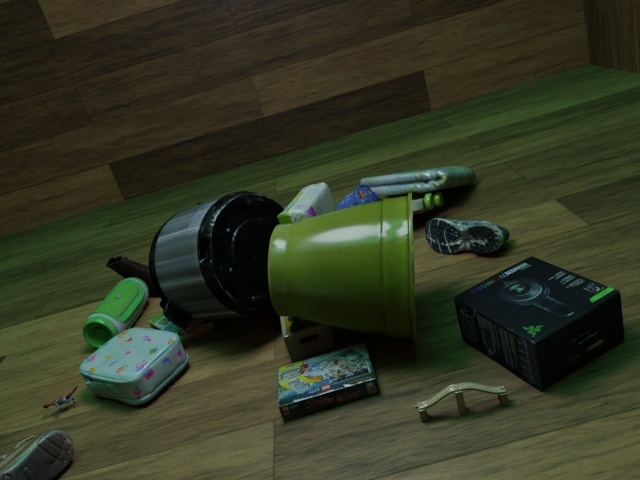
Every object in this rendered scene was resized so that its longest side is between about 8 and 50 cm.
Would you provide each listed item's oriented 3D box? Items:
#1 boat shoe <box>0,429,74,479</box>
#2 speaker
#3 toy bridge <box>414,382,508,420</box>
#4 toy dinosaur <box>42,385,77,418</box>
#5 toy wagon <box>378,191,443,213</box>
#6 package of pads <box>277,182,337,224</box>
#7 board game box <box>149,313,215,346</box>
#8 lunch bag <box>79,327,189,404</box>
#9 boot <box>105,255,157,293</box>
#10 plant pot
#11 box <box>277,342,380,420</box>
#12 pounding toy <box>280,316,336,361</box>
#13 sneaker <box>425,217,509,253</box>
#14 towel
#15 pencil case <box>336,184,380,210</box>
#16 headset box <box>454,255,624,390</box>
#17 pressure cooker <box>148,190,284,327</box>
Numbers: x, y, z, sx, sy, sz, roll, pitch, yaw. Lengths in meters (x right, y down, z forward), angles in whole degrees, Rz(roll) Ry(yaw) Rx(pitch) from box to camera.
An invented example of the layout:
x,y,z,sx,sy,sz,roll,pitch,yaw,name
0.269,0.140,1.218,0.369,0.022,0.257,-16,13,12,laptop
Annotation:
x,y,z,sx,sy,sz,roll,pitch,yaw,name
-0.720,0.557,1.337,0.116,0.123,0.324,-9,16,37,boat shoe
-0.694,0.242,2.020,0.131,0.131,0.296,-12,23,13,speaker
0.286,0.325,1.211,0.188,0.063,0.026,-13,23,8,toy bridge
-0.731,0.448,1.649,0.082,0.090,0.047,8,-5,-24,toy dinosaur
0.317,-0.136,2.192,0.267,0.068,0.344,-3,6,28,toy wagon
0.000,0.000,1.747,0.101,0.297,0.229,-12,22,24,package of pads
-0.456,0.270,1.909,0.124,0.039,0.259,-30,23,-31,board game box
-0.531,0.354,1.666,0.279,0.108,0.224,-2,32,36,lunch bag
-0.644,0.123,2.150,0.248,0.207,0.090,-9,55,40,boot
0.061,0.071,1.492,0.352,0.367,0.366,-2,25,9,plant pot
0.013,0.334,1.409,0.233,0.044,0.159,-16,22,1,box
-0.016,0.218,1.635,0.181,0.094,0.206,-18,23,-1,pounding toy
0.462,-0.014,1.863,0.122,0.110,0.283,-13,17,-42,sneaker
0.375,-0.227,2.292,0.374,0.090,0.320,-3,8,34,towel
0.084,-0.086,2.093,0.306,0.119,0.133,-32,3,44,pencil case
0.490,0.177,1.322,0.246,0.131,0.283,-24,24,-16,headset box
-0.306,0.054,1.790,0.420,0.376,0.369,-12,1,45,pressure cooker
